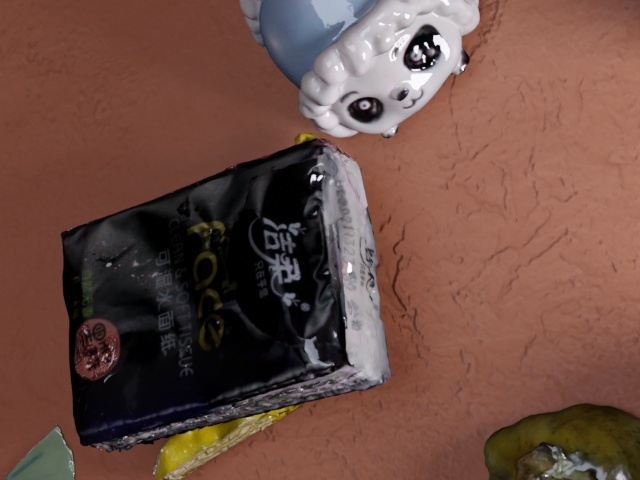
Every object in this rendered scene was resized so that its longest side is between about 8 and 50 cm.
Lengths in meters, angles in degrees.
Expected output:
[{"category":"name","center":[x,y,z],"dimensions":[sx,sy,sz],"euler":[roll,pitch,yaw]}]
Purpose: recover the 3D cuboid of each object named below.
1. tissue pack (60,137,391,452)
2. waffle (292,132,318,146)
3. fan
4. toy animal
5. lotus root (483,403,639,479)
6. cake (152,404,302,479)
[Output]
[{"category":"tissue pack","center":[-0.103,0.056,1.354],"dimensions":[0.332,0.123,0.245],"euler":[-17,69,26]},{"category":"waffle","center":[0.000,0.000,1.405],"dimensions":[0.192,0.046,0.160],"euler":[41,103,24]},{"category":"fan","center":[-0.335,0.320,1.560],"dimensions":[0.131,0.009,0.240],"euler":[33,99,24]},{"category":"toy animal","center":[0.032,-0.212,1.354],"dimensions":[0.208,0.156,0.204],"euler":[-41,64,21]},{"category":"lotus root","center":[0.215,0.242,1.252],"dimensions":[0.203,0.078,0.183],"euler":[-26,72,24]},{"category":"cake","center":[-0.113,0.163,1.427],"dimensions":[0.185,0.079,0.116],"euler":[-30,74,25]}]
